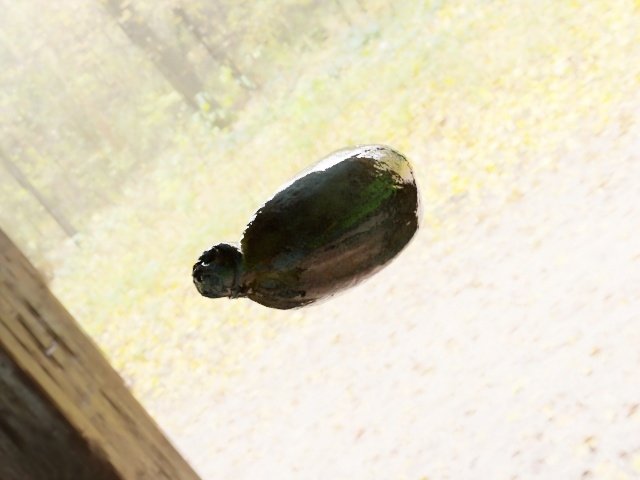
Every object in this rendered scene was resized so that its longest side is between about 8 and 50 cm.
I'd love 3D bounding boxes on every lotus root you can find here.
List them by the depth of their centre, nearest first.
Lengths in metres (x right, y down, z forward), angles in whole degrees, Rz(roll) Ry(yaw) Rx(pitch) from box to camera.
[{"bbox_3d":[0.000,0.000,1.189,0.322,0.140,0.158,-34,-20,-43],"label":"lotus root"}]
